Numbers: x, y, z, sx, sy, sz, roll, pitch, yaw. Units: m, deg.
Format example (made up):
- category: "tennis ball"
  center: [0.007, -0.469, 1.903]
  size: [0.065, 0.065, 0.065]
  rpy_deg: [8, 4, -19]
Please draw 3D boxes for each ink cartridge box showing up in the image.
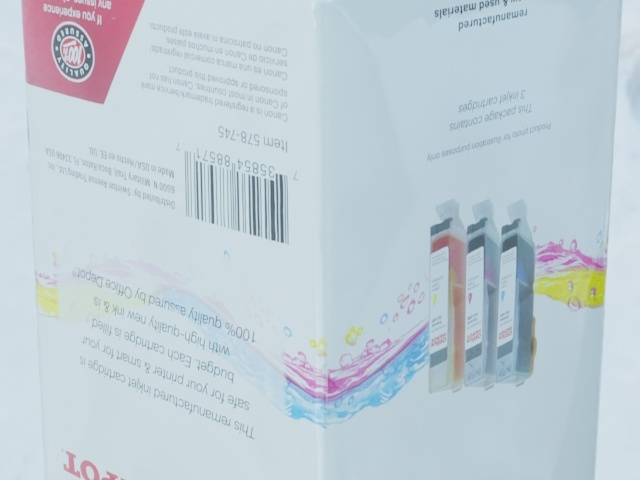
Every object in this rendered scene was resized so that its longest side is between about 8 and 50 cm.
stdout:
- category: "ink cartridge box"
  center: [0.000, 0.000, 0.509]
  size: [0.127, 0.128, 0.176]
  rpy_deg: [-16, 114, -43]
